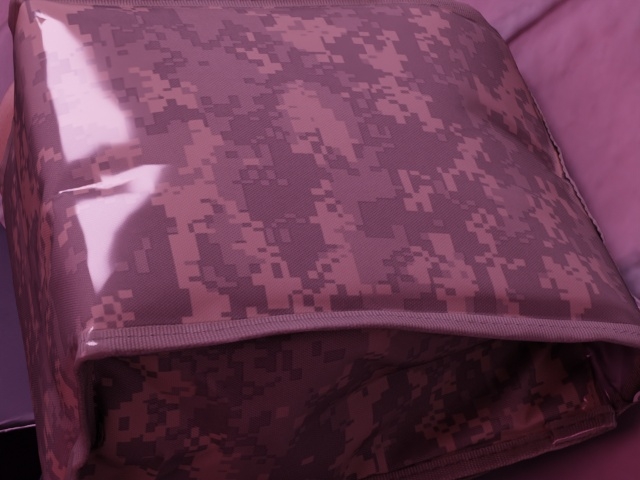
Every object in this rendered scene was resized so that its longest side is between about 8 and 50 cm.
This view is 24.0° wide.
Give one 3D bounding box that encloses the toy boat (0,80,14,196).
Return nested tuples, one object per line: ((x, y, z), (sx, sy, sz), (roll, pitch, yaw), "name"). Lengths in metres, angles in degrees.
((-0.095, -0.026, 0.938), (0.151, 0.151, 0.231), (2, 122, 48), "toy boat")

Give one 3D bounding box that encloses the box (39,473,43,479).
((-0.046, 0.310, 0.748), (0.312, 0.179, 0.343), (34, 104, 47), "box")

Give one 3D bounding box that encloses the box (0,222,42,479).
((-0.240, 0.122, 1.047), (0.261, 0.103, 0.184), (45, 128, 46), "box")

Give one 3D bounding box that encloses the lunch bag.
((0.000, 0.000, 0.733), (0.169, 0.287, 0.235), (106, 153, -45), "lunch bag")
